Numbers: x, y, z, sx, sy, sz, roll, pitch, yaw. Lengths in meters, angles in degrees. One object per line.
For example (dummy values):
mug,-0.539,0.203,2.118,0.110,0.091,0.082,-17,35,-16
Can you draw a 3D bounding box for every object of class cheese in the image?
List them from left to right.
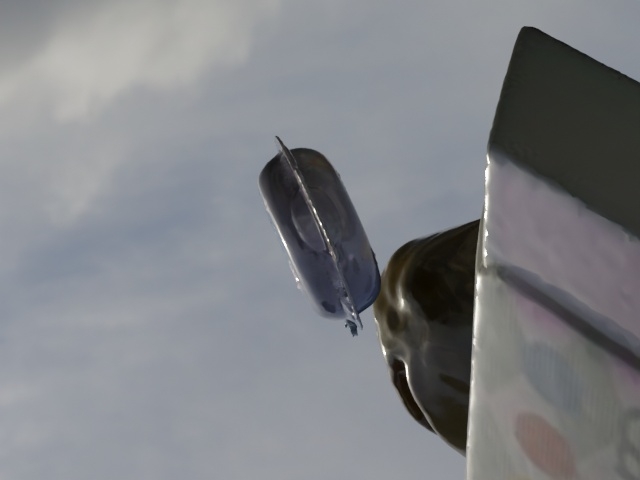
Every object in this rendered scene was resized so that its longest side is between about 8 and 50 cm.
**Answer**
cheese,0.000,0.000,1.127,0.052,0.135,0.244,-23,172,-2

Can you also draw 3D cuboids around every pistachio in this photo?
pistachio,0.159,0.083,1.341,0.197,0.288,0.166,-54,-144,3

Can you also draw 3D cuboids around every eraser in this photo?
eraser,0.138,0.116,0.777,0.082,0.396,0.213,-36,-127,-29
